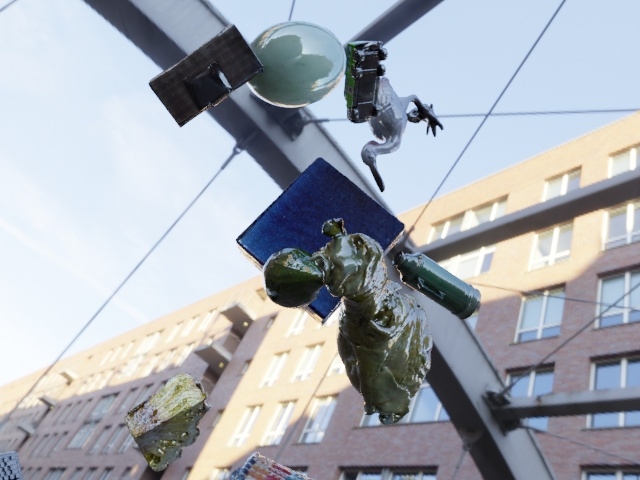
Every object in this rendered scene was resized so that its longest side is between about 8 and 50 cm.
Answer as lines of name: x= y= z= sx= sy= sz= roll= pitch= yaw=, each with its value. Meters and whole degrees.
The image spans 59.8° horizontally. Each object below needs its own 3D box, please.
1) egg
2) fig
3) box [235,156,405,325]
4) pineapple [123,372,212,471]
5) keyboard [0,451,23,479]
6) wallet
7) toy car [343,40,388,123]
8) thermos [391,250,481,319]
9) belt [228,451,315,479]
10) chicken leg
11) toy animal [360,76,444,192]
egg: x=-0.061 y=-0.433 z=1.368 sx=0.203 sy=0.282 sz=0.203 roll=32 pitch=-47 yaw=42
fig: x=-0.041 y=0.068 z=0.994 sx=0.117 sy=0.117 sz=0.177 roll=41 pitch=-15 yaw=-15
box: x=0.000 y=0.000 z=1.256 sx=0.261 sy=0.279 sz=0.116 roll=41 pitch=-15 yaw=9
pineapple: x=-0.355 y=0.422 z=1.274 sx=0.114 sy=0.237 sz=0.186 roll=28 pitch=0 yaw=43
keyboard: x=-0.657 y=0.438 z=0.987 sx=0.094 sy=0.230 sz=0.025 roll=54 pitch=-54 yaw=34
wallet: x=-0.248 y=-0.359 z=1.212 sx=0.124 sy=0.230 sz=0.042 roll=55 pitch=-3 yaw=-2
toy car: x=0.085 y=-0.322 z=1.128 sx=0.062 sy=0.071 sz=0.165 roll=46 pitch=-39 yaw=47
thermos: x=0.224 y=0.087 z=1.109 sx=0.187 sy=0.083 sz=0.073 roll=31 pitch=-28 yaw=-14
belt: x=-0.084 y=0.359 z=0.575 sx=0.160 sy=0.295 sz=0.207 roll=21 pitch=-72 yaw=9
chicken leg: x=0.082 y=0.128 z=0.890 sx=0.152 sy=0.201 sz=0.429 roll=29 pitch=-24 yaw=36
toy animal: x=0.162 y=-0.269 z=1.280 sx=0.195 sy=0.324 sz=0.090 roll=45 pitch=-38 yaw=0
